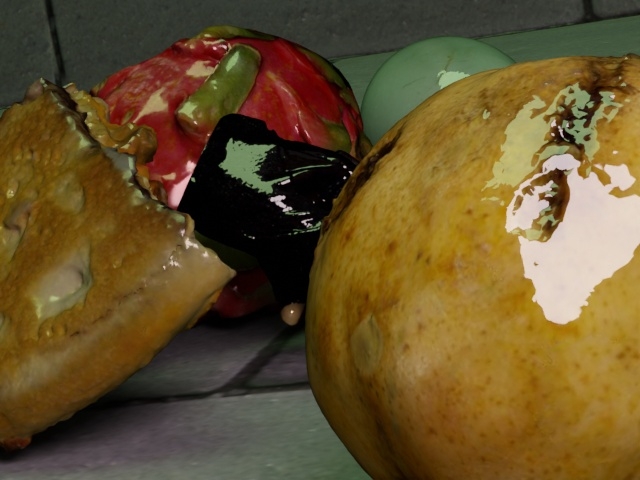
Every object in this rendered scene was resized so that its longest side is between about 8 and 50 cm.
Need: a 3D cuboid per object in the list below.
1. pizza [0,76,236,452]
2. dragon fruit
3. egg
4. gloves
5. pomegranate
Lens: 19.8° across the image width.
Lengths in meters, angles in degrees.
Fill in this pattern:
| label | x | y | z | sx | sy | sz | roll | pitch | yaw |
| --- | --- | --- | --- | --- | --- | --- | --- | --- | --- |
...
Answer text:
| label | x | y | z | sx | sy | sz | roll | pitch | yaw |
| --- | --- | --- | --- | --- | --- | --- | --- | --- | --- |
| pizza | -0.207 | 0.025 | 1.271 | 0.409 | 0.114 | 0.277 | -18 | 47 | 36 |
| dragon fruit | -0.089 | -0.044 | 1.475 | 0.231 | 0.237 | 0.303 | -28 | 10 | 38 |
| egg | 0.124 | -0.105 | 1.705 | 0.168 | 0.168 | 0.231 | -12 | 17 | -10 |
| gloves | 0.000 | 0.000 | 1.279 | 0.203 | 0.124 | 0.164 | 27 | -7 | -1 |
| pomegranate | 0.121 | 0.030 | 0.881 | 0.260 | 0.260 | 0.260 | -10 | 11 | 2 |
